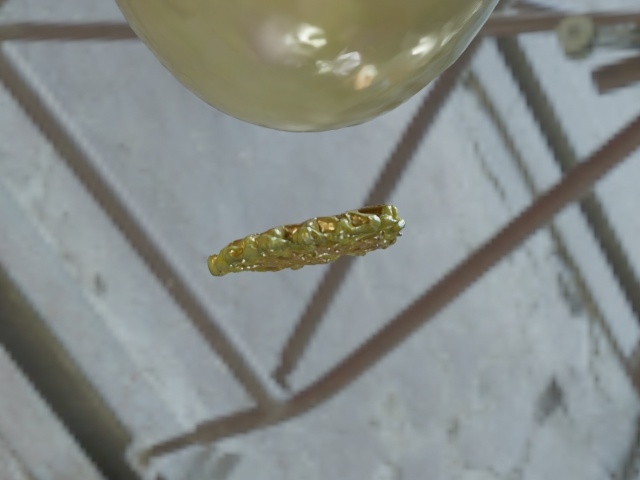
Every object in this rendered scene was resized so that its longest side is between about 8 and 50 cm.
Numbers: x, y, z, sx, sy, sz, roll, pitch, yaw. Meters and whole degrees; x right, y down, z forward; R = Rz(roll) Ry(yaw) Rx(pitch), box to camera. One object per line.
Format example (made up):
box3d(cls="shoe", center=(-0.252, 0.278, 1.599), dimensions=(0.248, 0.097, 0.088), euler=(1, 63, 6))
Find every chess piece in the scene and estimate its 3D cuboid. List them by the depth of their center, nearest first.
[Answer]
box3d(cls="chess piece", center=(-0.066, -0.160, 0.550), dimensions=(0.300, 0.167, 0.167), euler=(45, 49, -7))

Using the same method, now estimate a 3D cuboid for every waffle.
box3d(cls="waffle", center=(-0.002, 0.000, 0.751), dimensions=(0.078, 0.085, 0.016), euler=(-12, 84, -16))
